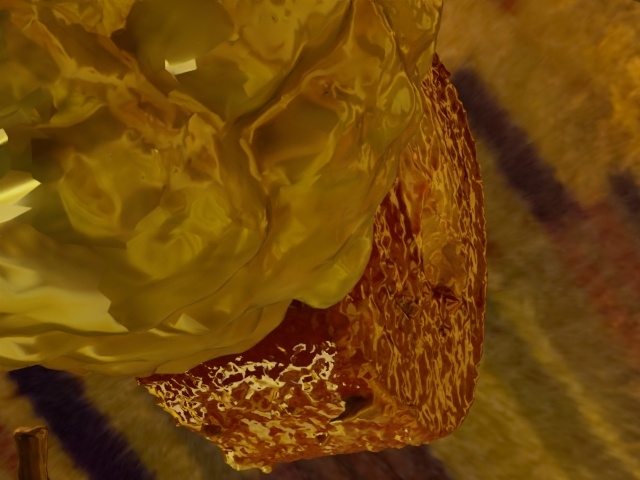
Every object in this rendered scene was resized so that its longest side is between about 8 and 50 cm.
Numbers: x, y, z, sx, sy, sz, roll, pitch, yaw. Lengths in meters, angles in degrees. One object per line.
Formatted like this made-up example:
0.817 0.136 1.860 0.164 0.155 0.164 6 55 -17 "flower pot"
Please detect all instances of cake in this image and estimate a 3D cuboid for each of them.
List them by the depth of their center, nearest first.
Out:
0.000 0.000 0.888 0.150 0.177 0.283 -12 46 21 "cake"

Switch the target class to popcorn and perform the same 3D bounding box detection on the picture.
-0.088 -0.076 0.423 0.249 0.249 0.225 -1 65 -4 "popcorn"

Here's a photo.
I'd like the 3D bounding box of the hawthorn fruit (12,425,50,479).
-0.164 0.193 0.642 0.205 0.205 0.253 27 102 -3 "hawthorn fruit"
